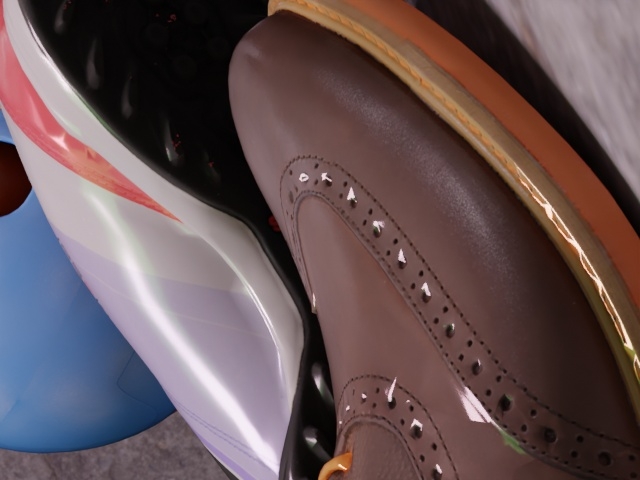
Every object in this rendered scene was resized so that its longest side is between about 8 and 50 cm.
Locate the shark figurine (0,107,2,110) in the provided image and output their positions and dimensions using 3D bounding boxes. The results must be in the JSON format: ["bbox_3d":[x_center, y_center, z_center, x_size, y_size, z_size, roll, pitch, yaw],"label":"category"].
[{"bbox_3d":[-0.061,-0.044,0.945,0.278,0.166,0.116,49,-163,5],"label":"shark figurine"}]

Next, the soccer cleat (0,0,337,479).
[{"bbox_3d":[-0.012,0.032,0.586,0.318,0.108,0.116,57,152,6],"label":"soccer cleat"}]

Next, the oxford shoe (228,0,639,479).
[{"bbox_3d":[0.037,0.080,0.436,0.130,0.132,0.364,77,167,-60],"label":"oxford shoe"}]

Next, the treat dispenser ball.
[{"bbox_3d":[-0.175,-0.007,1.108,0.288,0.288,0.288,156,90,-83],"label":"treat dispenser ball"}]
